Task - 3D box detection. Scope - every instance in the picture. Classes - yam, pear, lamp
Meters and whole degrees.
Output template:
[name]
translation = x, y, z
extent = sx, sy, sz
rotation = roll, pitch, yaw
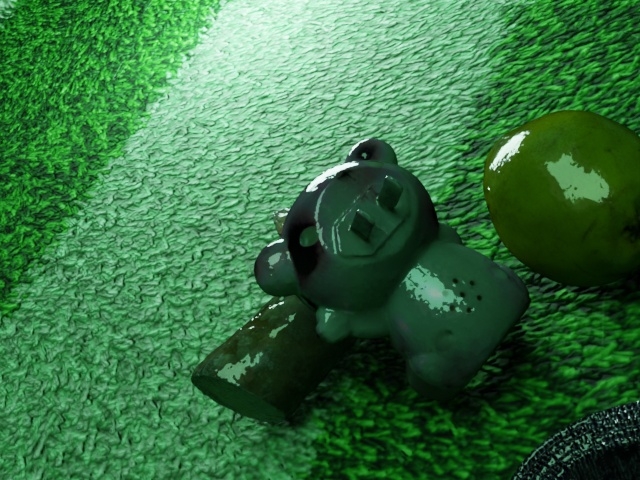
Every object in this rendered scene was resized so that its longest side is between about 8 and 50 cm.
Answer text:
[yam]
translation = -0.011, 0.111, 1.533
extent = 0.330, 0.133, 0.133
rotation = -43, 39, -23
[pear]
translation = 0.311, -0.057, 1.433
extent = 0.212, 0.212, 0.269
rotation = -37, 33, -7
[lamp]
translation = 0.092, 0.030, 1.381
extent = 0.301, 0.247, 0.247
rotation = 39, 73, 9

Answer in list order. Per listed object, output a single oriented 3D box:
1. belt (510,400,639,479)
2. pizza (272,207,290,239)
[belt]
translation = 0.334, 0.274, 1.124
extent = 0.325, 0.122, 0.260
rotation = -6, 40, 29
[pizza]
translation = 0.000, 0.000, 1.698
extent = 0.195, 0.052, 0.185
rotation = 28, 73, 43
